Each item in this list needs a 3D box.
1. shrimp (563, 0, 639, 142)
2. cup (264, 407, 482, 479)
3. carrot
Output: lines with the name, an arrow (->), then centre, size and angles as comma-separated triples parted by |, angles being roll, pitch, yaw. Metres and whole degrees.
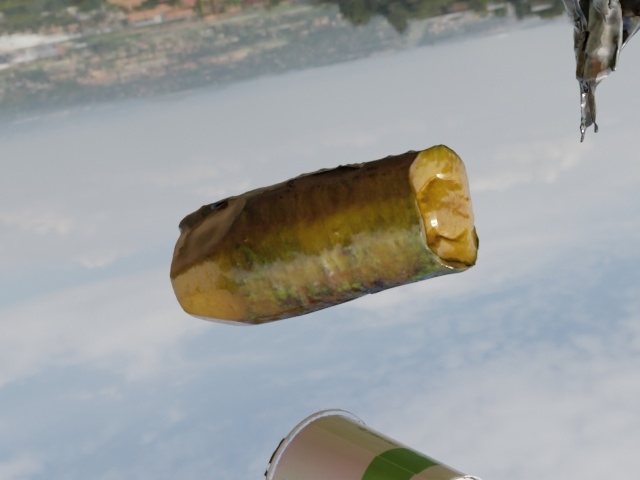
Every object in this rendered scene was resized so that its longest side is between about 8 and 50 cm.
shrimp -> 0.141, -0.264, 0.511 | 0.166, 0.410, 0.221 | 16, -175, -8
cup -> 0.087, 0.395, 1.475 | 0.253, 0.253, 0.274 | -19, -162, -40
carrot -> 0.000, 0.000, 0.579 | 0.173, 0.082, 0.082 | -16, -173, 17
